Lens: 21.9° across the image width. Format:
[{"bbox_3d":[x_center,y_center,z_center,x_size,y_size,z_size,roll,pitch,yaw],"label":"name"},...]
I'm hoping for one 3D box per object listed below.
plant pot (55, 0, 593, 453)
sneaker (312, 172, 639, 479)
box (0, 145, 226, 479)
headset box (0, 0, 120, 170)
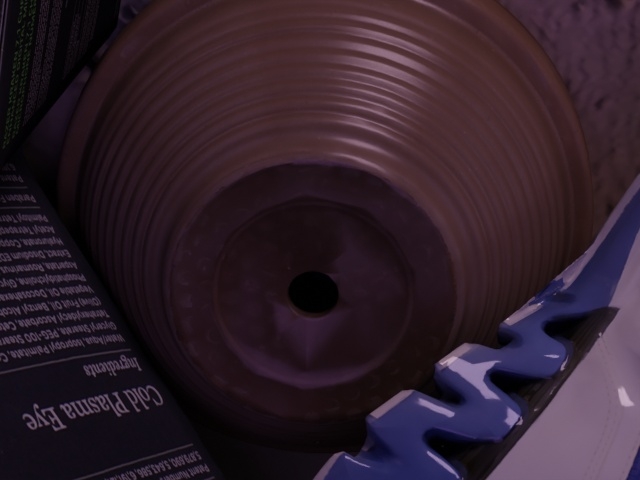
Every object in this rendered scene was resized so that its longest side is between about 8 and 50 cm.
[{"bbox_3d":[0.000,0.000,0.700,0.237,0.110,0.237,1,112,2],"label":"plant pot"},{"bbox_3d":[0.157,0.077,0.643,0.315,0.127,0.182,-43,71,-6],"label":"sneaker"},{"bbox_3d":[-0.204,0.177,0.656,0.343,0.179,0.312,-40,77,21],"label":"box"},{"bbox_3d":[-0.199,-0.127,0.558,0.246,0.283,0.131,10,108,-1],"label":"headset box"}]
